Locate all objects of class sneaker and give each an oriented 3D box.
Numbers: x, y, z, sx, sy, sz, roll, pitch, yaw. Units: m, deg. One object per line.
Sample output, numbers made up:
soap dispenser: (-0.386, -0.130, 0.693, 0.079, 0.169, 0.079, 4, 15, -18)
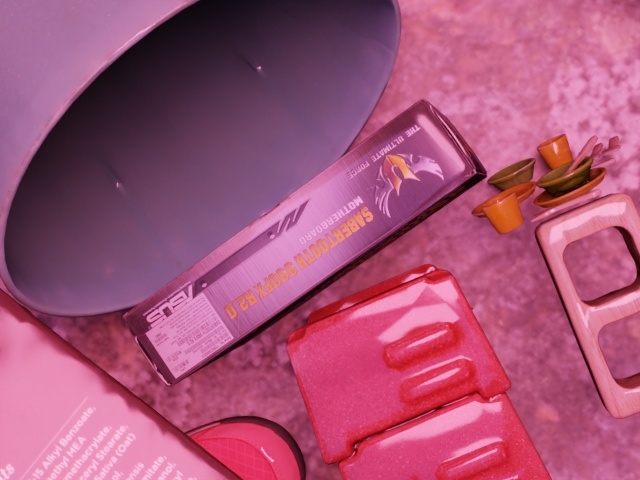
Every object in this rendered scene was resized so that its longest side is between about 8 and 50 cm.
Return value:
sneaker: (-0.148, 0.239, 0.797, 0.313, 0.136, 0.116, -32, 88, 10)

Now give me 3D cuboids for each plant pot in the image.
plant pot: (-0.134, -0.134, 0.710, 0.293, 0.293, 0.235, -45, 68, 10)

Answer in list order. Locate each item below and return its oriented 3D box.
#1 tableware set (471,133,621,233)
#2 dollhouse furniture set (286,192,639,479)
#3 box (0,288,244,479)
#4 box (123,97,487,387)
tableware set: (0.139, -0.041, 0.716, 0.104, 0.154, 0.024, -24, 99, 26)
dollhouse furniture set: (0.174, 0.055, 0.705, 0.374, 0.201, 0.152, -23, 89, 4)
box: (-0.087, 0.205, 0.664, 0.381, 0.191, 0.143, 37, 74, 0)
box: (0.000, 0.000, 0.734, 0.231, 0.183, 0.056, -35, 86, 10)
